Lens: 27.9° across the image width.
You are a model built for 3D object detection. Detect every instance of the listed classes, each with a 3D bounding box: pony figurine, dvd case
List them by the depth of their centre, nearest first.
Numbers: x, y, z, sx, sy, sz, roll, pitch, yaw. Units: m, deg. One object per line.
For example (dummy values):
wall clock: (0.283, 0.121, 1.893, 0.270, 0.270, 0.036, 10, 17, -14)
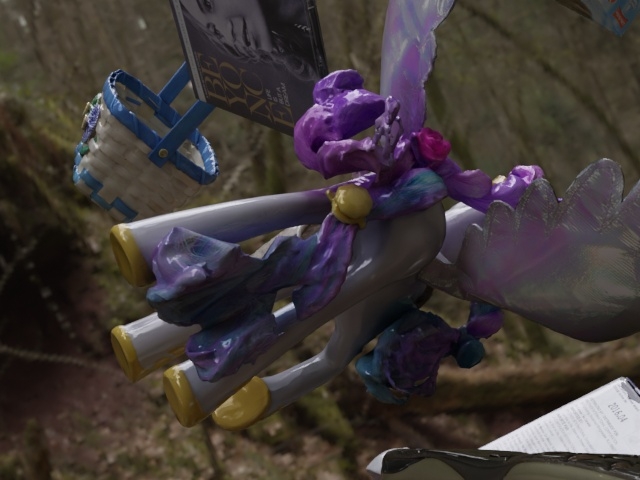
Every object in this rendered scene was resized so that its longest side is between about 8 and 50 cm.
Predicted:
pony figurine: (0.047, -0.011, 0.859, 0.364, 0.302, 0.351, -23, -19, -18)
dvd case: (-0.070, -0.185, 1.258, 0.018, 0.164, 0.221, -35, 40, -29)

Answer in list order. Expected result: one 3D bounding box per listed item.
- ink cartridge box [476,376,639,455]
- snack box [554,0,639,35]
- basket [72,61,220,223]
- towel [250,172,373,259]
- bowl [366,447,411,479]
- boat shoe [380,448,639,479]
ink cartridge box: (0.264, 0.309, 1.307, 0.396, 0.151, 0.270, -29, 25, 3)
snack box: (0.257, -0.374, 1.532, 0.060, 0.187, 0.322, -53, -36, 2)
basket: (-0.220, -0.168, 1.833, 0.289, 0.201, 0.255, -45, 19, 6)
towel: (0.000, 0.000, 1.149, 0.187, 0.049, 0.282, -37, -1, 38)
bowl: (0.137, 0.300, 1.530, 0.142, 0.142, 0.053, 18, 67, 43)
boat shoe: (0.156, 0.201, 0.856, 0.123, 0.119, 0.324, 7, -10, -28)
